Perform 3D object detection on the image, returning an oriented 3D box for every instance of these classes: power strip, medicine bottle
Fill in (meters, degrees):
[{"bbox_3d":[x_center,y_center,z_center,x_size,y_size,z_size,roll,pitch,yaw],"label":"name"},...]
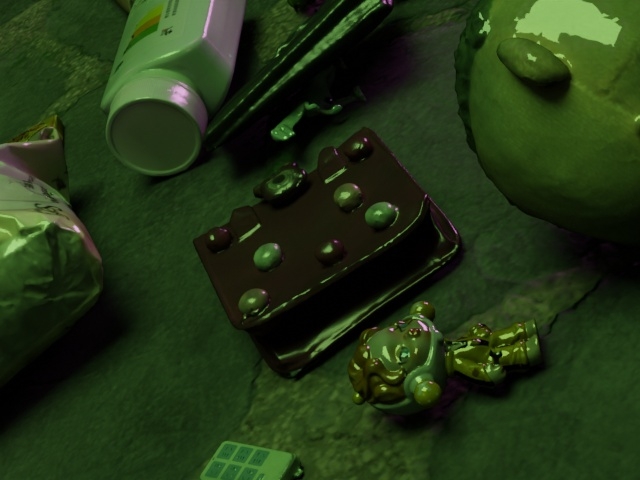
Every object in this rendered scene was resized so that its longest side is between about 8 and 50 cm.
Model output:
[{"bbox_3d":[-0.055,0.180,1.059,0.090,0.016,0.040,2,47,43],"label":"power strip"},{"bbox_3d":[-0.172,-0.202,1.564,0.161,0.111,0.296,-30,33,27],"label":"medicine bottle"}]

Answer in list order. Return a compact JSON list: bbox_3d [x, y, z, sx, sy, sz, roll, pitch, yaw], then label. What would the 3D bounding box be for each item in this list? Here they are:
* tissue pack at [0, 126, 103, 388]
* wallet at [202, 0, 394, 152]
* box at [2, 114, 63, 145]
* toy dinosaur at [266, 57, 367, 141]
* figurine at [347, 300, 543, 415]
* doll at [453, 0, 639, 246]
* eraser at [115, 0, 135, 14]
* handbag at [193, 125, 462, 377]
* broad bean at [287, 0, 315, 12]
[{"bbox_3d":[-0.402,0.048,1.372,0.390,0.195,0.375,-36,26,-3],"label":"tissue pack"},{"bbox_3d":[-0.027,-0.191,1.423,0.245,0.052,0.168,-40,12,12],"label":"wallet"},{"bbox_3d":[-0.392,-0.095,1.698,0.156,0.022,0.089,-27,34,11],"label":"box"},{"bbox_3d":[-0.013,-0.150,1.426,0.106,0.044,0.187,-33,28,7],"label":"toy dinosaur"},{"bbox_3d":[0.091,0.086,1.015,0.143,0.068,0.101,-26,36,-9],"label":"figurine"},{"bbox_3d":[0.253,-0.159,1.039,0.247,0.247,0.349,-3,30,39],"label":"doll"},{"bbox_3d":[-0.226,-0.394,1.882,0.171,0.087,0.290,-39,32,-3],"label":"eraser"},{"bbox_3d":[-0.001,-0.002,1.194,0.203,0.074,0.216,-33,33,0],"label":"handbag"},{"bbox_3d":[-0.023,-0.324,1.648,0.061,0.046,0.195,-42,27,10],"label":"broad bean"}]
